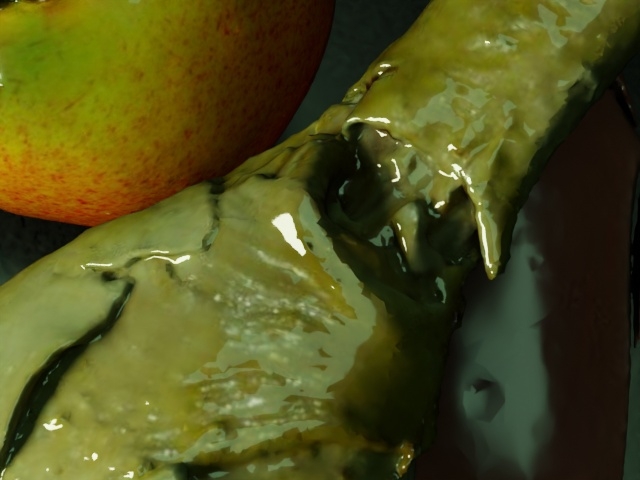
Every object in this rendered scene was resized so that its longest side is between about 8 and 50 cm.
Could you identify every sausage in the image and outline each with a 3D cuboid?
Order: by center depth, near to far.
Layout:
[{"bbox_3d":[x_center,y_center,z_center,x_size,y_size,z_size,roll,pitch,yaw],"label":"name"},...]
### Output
[{"bbox_3d":[0.080,0.025,0.632,0.152,0.152,0.280,6,78,-7],"label":"sausage"}]

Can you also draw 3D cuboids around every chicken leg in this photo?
[{"bbox_3d":[0.000,0.000,0.513,0.201,0.153,0.429,40,93,9],"label":"chicken leg"}]

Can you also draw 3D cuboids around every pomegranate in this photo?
[{"bbox_3d":[-0.103,-0.115,0.581,0.220,0.256,0.221,0,90,8],"label":"pomegranate"}]
